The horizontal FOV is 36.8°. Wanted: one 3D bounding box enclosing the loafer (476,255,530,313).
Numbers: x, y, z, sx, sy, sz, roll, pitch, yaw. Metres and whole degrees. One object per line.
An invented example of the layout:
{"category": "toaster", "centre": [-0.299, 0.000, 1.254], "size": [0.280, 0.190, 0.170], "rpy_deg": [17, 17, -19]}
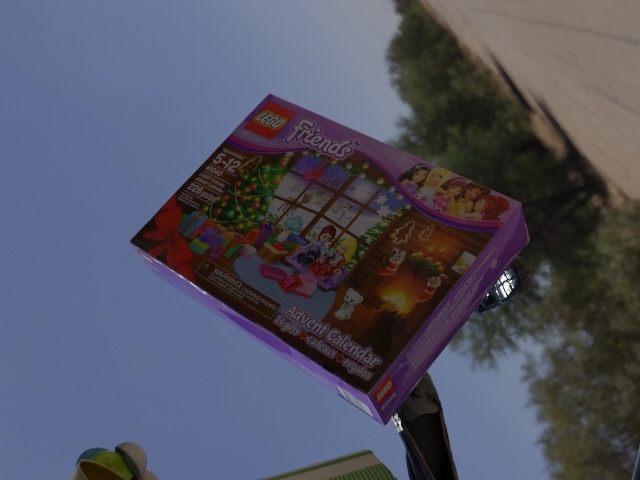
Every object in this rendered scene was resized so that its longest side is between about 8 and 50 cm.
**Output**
{"category": "loafer", "centre": [0.239, 0.048, 1.235], "size": [0.170, 0.061, 0.062], "rpy_deg": [123, 125, -76]}

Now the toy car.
{"category": "toy car", "centre": [-0.407, 0.470, 1.841], "size": [0.136, 0.159, 0.182], "rpy_deg": [15, 134, 44]}

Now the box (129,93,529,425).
{"category": "box", "centre": [0.000, 0.000, 0.827], "size": [0.293, 0.201, 0.057], "rpy_deg": [28, 158, 35]}

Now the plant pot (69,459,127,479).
{"category": "plant pot", "centre": [-0.329, 0.403, 1.418], "size": [0.134, 0.095, 0.134], "rpy_deg": [36, 177, 2]}

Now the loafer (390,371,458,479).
{"category": "loafer", "centre": [0.161, 0.283, 1.495], "size": [0.084, 0.096, 0.267], "rpy_deg": [158, 93, -73]}

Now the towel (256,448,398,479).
{"category": "towel", "centre": [0.067, 0.435, 1.405], "size": [0.248, 0.038, 0.325], "rpy_deg": [-6, -150, -35]}

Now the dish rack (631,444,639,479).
{"category": "dish rack", "centre": [0.368, 0.157, 0.696], "size": [0.074, 0.272, 0.208], "rpy_deg": [-73, -16, -48]}
